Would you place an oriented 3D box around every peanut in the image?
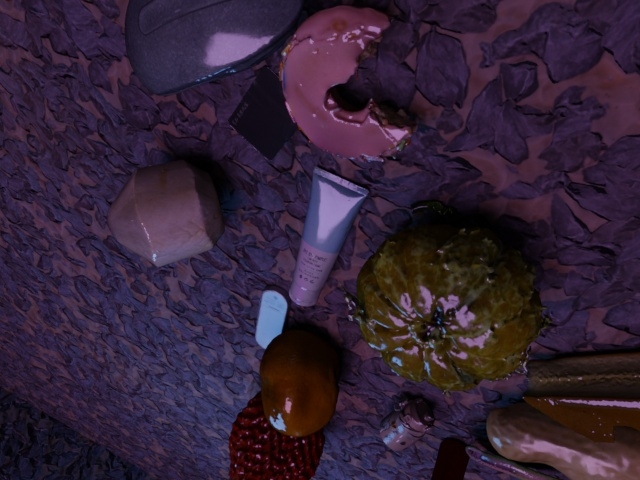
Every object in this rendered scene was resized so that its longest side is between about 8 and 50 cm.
[{"bbox_3d":[0.492,0.401,0.951,0.319,0.147,0.147,-3,124,28],"label":"peanut"}]

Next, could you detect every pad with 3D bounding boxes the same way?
[{"bbox_3d":[-0.096,-0.223,0.874,0.112,0.003,0.157,42,135,-7],"label":"pad"}]

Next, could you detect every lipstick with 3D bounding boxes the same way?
[{"bbox_3d":[0.293,0.592,1.150,0.080,0.241,0.080,16,131,19],"label":"lipstick"}]

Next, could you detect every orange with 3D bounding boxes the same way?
[{"bbox_3d":[-0.042,0.345,1.163,0.184,0.248,0.248,-5,124,14],"label":"orange"},{"bbox_3d":[0.211,0.098,0.811,0.301,0.223,0.300,-31,102,37],"label":"orange"}]

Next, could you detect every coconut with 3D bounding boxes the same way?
[{"bbox_3d":[-0.315,-0.053,0.982,0.222,0.202,0.202,-17,127,-12],"label":"coconut"}]

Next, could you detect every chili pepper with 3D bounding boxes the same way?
[{"bbox_3d":[0.195,-0.055,0.833,0.083,0.022,0.027,8,96,25],"label":"chili pepper"}]

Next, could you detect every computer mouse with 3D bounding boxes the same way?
[{"bbox_3d":[-0.188,-0.329,0.722,0.374,0.114,0.203,-11,90,38],"label":"computer mouse"}]

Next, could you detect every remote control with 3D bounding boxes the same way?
[{"bbox_3d":[-0.122,0.202,1.226,0.077,0.022,0.244,23,133,9],"label":"remote control"}]

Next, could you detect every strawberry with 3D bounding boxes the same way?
[{"bbox_3d":[-0.141,0.608,1.343,0.268,0.351,0.311,20,128,4],"label":"strawberry"}]

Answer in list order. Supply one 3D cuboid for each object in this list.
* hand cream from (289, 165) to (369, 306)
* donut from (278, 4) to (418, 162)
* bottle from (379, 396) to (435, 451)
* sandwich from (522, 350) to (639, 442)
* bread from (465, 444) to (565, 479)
[{"bbox_3d":[0.000,0.000,0.974,0.111,0.070,0.312,28,127,10],"label":"hand cream"},{"bbox_3d":[0.039,-0.230,0.732,0.199,0.085,0.232,1,126,29],"label":"donut"},{"bbox_3d":[0.217,0.439,1.180,0.099,0.099,0.152,34,128,2],"label":"bottle"},{"bbox_3d":[0.496,0.272,0.859,0.236,0.122,0.128,-13,114,40],"label":"sandwich"},{"bbox_3d":[0.434,0.507,1.073,0.229,0.033,0.228,20,163,6],"label":"bread"}]
